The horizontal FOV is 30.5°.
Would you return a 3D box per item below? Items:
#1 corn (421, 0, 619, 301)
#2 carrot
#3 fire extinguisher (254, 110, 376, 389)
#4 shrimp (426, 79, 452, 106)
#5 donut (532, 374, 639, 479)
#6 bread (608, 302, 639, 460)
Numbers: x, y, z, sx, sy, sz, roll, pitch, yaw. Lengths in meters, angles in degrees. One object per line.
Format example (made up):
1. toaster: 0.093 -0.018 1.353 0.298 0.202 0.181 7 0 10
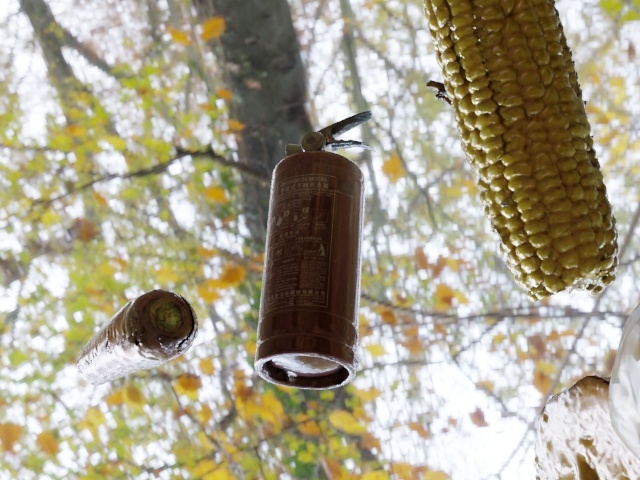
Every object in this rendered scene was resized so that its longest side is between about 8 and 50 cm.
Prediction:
1. corn: 0.156 -0.105 0.924 0.115 0.115 0.318 -15 -97 0
2. carrot: -0.145 0.077 0.891 0.161 0.055 0.055 -27 -158 55
3. fire extinguisher: 0.000 0.000 1.111 0.104 0.105 0.269 -2 -119 12
4. shrimp: 0.174 -0.157 1.278 0.127 0.025 0.091 23 -117 -16
5. donut: 0.196 0.160 0.677 0.065 0.162 0.178 -14 -103 -23
6. bread: 0.200 0.089 0.365 0.134 0.244 0.244 -42 -133 4
